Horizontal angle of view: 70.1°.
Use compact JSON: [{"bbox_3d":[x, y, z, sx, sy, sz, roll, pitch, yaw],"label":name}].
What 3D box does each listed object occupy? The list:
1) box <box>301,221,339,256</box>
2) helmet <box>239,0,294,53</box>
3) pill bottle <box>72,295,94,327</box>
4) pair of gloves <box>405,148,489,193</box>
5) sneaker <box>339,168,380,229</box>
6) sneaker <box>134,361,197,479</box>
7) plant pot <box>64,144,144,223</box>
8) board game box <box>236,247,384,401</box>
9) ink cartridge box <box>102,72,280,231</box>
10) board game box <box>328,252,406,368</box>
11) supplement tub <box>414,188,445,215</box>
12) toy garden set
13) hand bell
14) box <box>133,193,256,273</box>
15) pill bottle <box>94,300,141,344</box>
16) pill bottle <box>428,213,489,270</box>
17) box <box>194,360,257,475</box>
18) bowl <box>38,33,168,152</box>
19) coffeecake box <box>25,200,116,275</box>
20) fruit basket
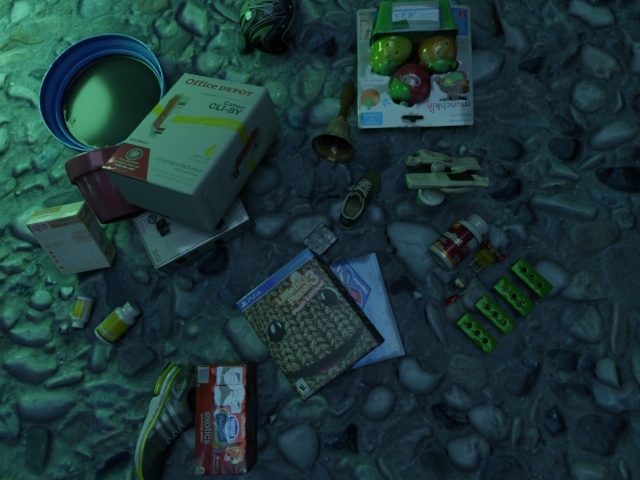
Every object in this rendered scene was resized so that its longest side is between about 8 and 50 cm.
[{"bbox_3d":[0.000,0.000,1.271,0.083,0.018,0.067,-45,78,-5],"label":"box"},{"bbox_3d":[-0.156,-0.655,1.356,0.170,0.161,0.169,-1,78,5],"label":"helmet"},{"bbox_3d":[-0.665,0.200,1.273,0.044,0.043,0.083,10,78,7],"label":"pill bottle"},{"bbox_3d":[0.326,-0.189,1.198,0.204,0.240,0.042,6,120,7],"label":"pair of gloves"},{"bbox_3d":[0.111,-0.121,1.253,0.064,0.086,0.192,28,81,10],"label":"sneaker"},{"bbox_3d":[-0.380,0.472,1.159,0.122,0.111,0.299,12,81,3],"label":"sneaker"},{"bbox_3d":[-0.579,-0.150,1.277,0.202,0.201,0.180,-20,92,1],"label":"plant pot"},{"bbox_3d":[-0.022,0.207,1.146,0.232,0.141,0.291,-39,75,3],"label":"board game box"},{"bbox_3d":[-0.323,-0.248,1.206,0.280,0.160,0.384,17,60,19],"label":"ink cartridge box"},{"bbox_3d":[0.117,0.185,1.216,0.145,0.027,0.281,-15,77,1],"label":"board game box"},{"bbox_3d":[0.292,-0.113,1.225,0.071,0.107,0.070,-1,77,5],"label":"supplement tub"},{"bbox_3d":[0.439,0.136,1.190,0.244,0.049,0.204,-43,79,-4],"label":"toy garden set"},{"bbox_3d":[0.063,-0.361,1.319,0.126,0.126,0.241,12,66,7],"label":"hand bell"},{"bbox_3d":[-0.348,-0.049,1.277,0.290,0.087,0.169,-30,76,-2],"label":"box"},{"bbox_3d":[-0.551,0.223,1.246,0.065,0.065,0.116,43,85,12],"label":"pill bottle"},{"bbox_3d":[0.366,0.002,1.205,0.152,0.086,0.086,-41,77,-5],"label":"pill bottle"},{"bbox_3d":[-0.232,0.437,1.141,0.128,0.122,0.256,-4,77,5],"label":"box"},{"bbox_3d":[-0.654,-0.442,1.397,0.392,0.077,0.390,-1,78,4],"label":"bowl"},{"bbox_3d":[-0.675,-0.004,1.247,0.143,0.185,0.068,-11,38,3],"label":"coffeecake box"},{"bbox_3d":[0.266,-0.497,1.286,0.328,0.165,0.352,0,81,5],"label":"fruit basket"}]
